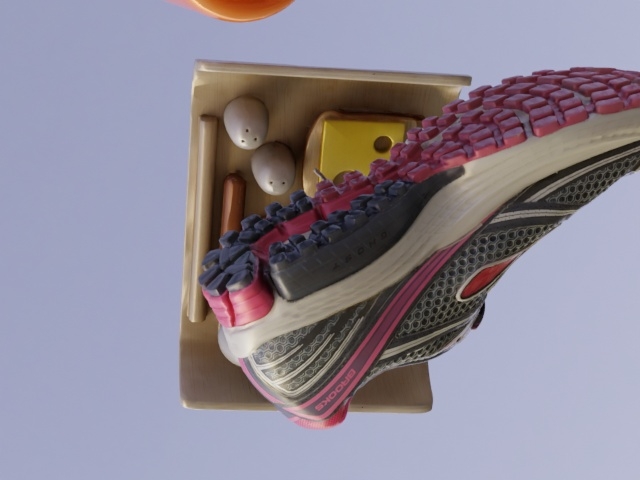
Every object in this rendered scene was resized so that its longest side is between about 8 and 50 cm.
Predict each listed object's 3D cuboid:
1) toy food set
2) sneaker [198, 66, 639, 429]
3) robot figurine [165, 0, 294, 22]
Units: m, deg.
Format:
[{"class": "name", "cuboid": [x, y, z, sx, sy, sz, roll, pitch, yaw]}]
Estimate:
[{"class": "toy food set", "cuboid": [0.000, 0.000, 1.364, 0.220, 0.092, 0.306, 2, -65, -8]}, {"class": "sneaker", "cuboid": [0.080, -0.008, 0.949, 0.299, 0.121, 0.112, -28, -69, -8]}, {"class": "robot figurine", "cuboid": [-0.080, -0.220, 1.139, 0.158, 0.219, 0.128, -47, -58, -9]}]
